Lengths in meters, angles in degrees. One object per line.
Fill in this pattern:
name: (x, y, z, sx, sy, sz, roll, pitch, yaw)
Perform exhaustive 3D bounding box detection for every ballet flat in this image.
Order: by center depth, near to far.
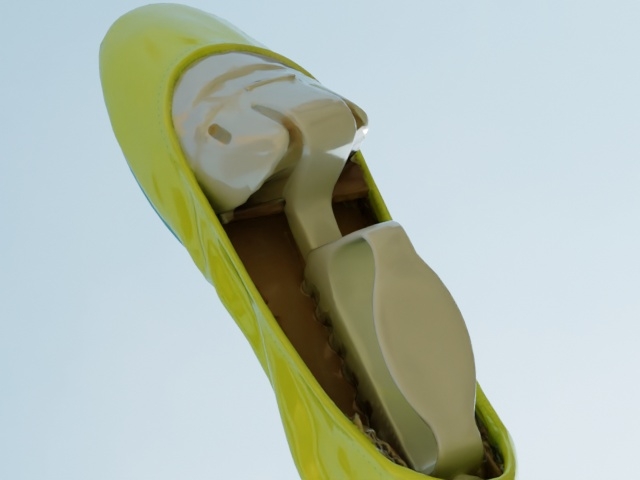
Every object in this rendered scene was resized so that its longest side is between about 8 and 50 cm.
ballet flat: (0.000, 0.000, 0.623, 0.077, 0.077, 0.231, -16, -113, -26)
